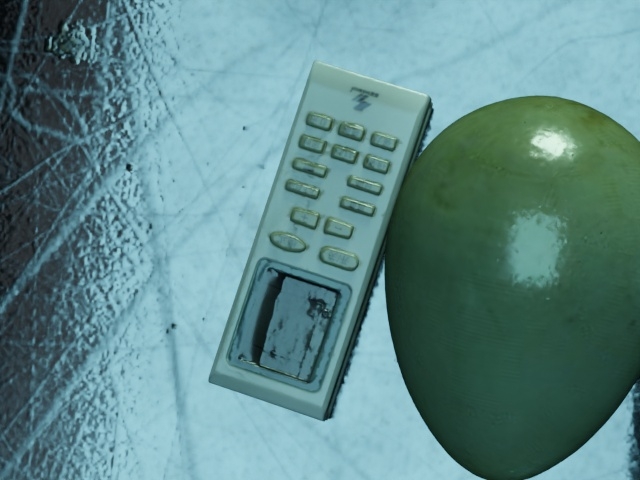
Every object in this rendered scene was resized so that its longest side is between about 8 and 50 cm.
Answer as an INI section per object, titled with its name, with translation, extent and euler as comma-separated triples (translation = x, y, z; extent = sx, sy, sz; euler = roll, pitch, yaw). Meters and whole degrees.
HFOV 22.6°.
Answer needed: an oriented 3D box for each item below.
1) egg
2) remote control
[egg]
translation = 0.153, 0.037, 1.211
extent = 0.219, 0.218, 0.295
euler = 12, 97, 6
[remote control]
translation = 0.000, 0.000, 1.307
extent = 0.103, 0.055, 0.277
euler = 18, 87, 7
